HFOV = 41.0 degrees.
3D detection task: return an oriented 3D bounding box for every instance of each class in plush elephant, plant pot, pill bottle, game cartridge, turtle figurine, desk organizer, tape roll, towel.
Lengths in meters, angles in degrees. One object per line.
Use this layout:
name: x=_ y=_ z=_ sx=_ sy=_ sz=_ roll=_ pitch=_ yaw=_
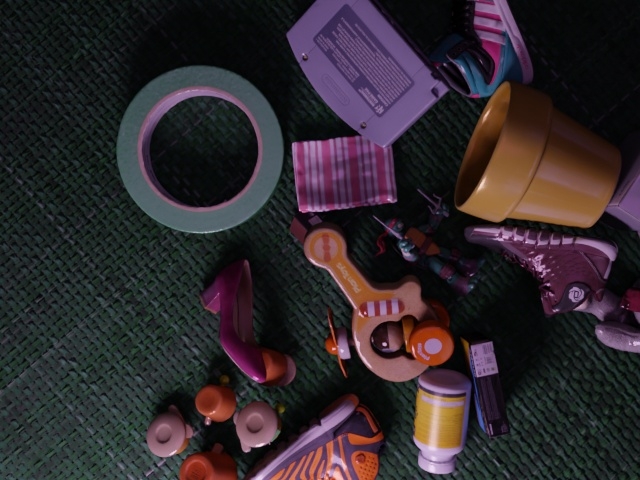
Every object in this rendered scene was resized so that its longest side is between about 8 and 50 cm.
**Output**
plush elephant: x=0.658 y=0.135 z=1.571 sx=0.271 sy=0.255 sz=0.330 roll=-39 pitch=91 yaw=2
plant pot: x=0.403 y=-0.134 z=1.569 sx=0.238 sy=0.254 sz=0.254 roll=21 pitch=92 yaw=-3
pill bottle: x=0.233 y=0.349 z=1.652 sx=0.103 sy=0.103 sz=0.184 roll=4 pitch=103 yaw=0
game cartridge: x=0.080 y=-0.333 z=1.623 sx=0.198 sy=0.062 sz=0.297 roll=-42 pitch=84 yaw=30
turtle figurine: x=0.203 y=0.004 z=1.646 sx=0.234 sy=0.118 sz=0.175 roll=36 pitch=51 yaw=-2
desk organizer: x=0.000 y=0.000 z=1.675 sx=0.047 sy=0.050 sz=0.130 roll=-35 pitch=74 yaw=-31
tape roll: x=-0.228 y=-0.174 z=1.660 sx=0.321 sy=0.077 sz=0.322 roll=0 pitch=92 yaw=0
towel: x=0.047 y=-0.134 z=1.667 sx=0.196 sy=0.029 sz=0.144 roll=-6 pitch=80 yaw=0

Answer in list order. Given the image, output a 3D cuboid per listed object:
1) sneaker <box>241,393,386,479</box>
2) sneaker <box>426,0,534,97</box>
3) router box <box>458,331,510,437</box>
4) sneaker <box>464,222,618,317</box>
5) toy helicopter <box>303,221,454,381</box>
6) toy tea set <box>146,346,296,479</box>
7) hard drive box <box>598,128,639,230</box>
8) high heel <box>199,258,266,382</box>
sneaker: x=-0.009 y=0.459 z=1.654 sx=0.321 sy=0.124 sz=0.180 roll=-37 pitch=90 yaw=2
sneaker: x=0.266 y=-0.398 z=1.630 sx=0.178 sy=0.124 sz=0.296 roll=-27 pitch=93 yaw=-8
router box: x=0.313 y=0.272 z=1.640 sx=0.046 sy=0.133 sz=0.179 roll=-12 pitch=91 yaw=0
sneaker: x=0.398 y=0.058 z=1.594 sx=0.281 sy=0.106 sz=0.163 roll=9 pitch=94 yaw=16
toy helicopter: x=0.077 y=0.123 z=1.619 sx=0.235 sy=0.140 sz=0.355 roll=-35 pitch=103 yaw=14
toy tea set: x=-0.167 y=0.360 z=1.678 sx=0.336 sy=0.124 sz=0.200 roll=-39 pitch=62 yaw=5
hard drive box: x=0.591 y=-0.114 z=1.576 sx=0.089 sy=0.232 sz=0.181 roll=33 pitch=93 yaw=0
high heel: x=-0.137 y=0.149 z=1.628 sx=0.117 sy=0.082 sz=0.244 roll=-41 pitch=52 yaw=10
